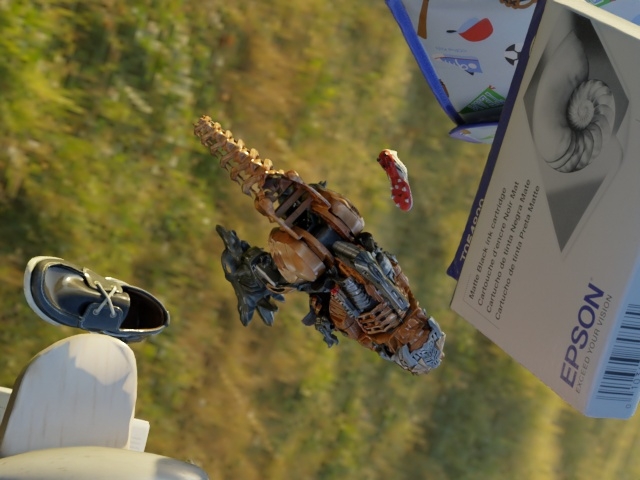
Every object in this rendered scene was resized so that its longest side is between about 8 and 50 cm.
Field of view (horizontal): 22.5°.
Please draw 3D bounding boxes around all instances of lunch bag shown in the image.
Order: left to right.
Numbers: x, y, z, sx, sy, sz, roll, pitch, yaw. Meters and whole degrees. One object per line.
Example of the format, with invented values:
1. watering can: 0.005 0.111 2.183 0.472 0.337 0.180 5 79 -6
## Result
1. lunch bag: 0.291 -0.250 1.909 0.385 0.328 0.239 57 37 -49

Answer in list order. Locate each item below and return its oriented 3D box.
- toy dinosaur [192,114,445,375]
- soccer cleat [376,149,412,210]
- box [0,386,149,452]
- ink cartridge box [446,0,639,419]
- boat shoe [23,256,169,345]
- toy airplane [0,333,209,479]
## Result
1. toy dinosaur: 0.000 0.000 1.616 0.164 0.218 0.322 -25 99 -18
2. soccer cleat: 0.099 -0.077 2.026 0.036 0.029 0.083 -10 72 -54
3. box: -0.389 0.374 2.090 0.168 0.215 0.345 23 78 -55
4. ink cartridge box: 0.153 -0.035 1.020 0.045 0.224 0.223 7 108 -30
5. boat shoe: -0.267 0.069 1.923 0.233 0.079 0.084 33 55 -56
6. toy airplane: -0.149 0.293 0.825 0.384 0.272 0.386 -37 109 -37
